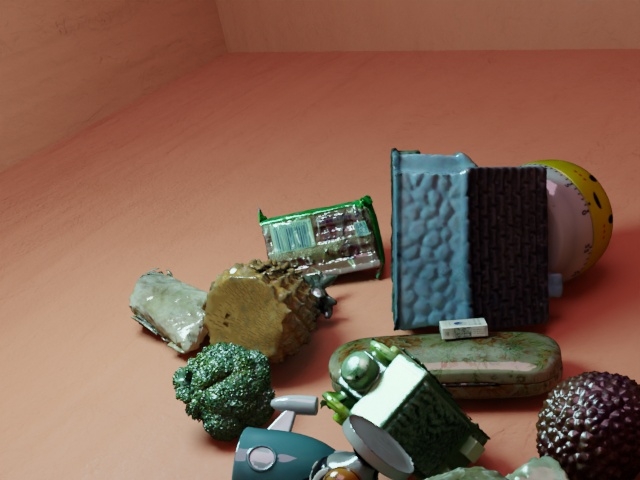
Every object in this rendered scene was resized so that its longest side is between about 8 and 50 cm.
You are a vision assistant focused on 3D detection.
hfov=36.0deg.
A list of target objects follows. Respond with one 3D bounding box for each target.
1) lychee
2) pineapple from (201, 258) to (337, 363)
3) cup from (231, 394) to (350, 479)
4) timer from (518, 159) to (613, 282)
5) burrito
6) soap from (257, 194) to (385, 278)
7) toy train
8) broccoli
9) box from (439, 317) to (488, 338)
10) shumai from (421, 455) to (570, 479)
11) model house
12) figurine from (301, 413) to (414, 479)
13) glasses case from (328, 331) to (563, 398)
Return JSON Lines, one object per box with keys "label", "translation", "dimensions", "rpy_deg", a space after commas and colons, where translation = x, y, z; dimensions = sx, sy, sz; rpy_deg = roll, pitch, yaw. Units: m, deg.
{"label": "lychee", "translation": [0.415, 0.294, 1.488], "dimensions": [0.188, 0.188, 0.188], "rpy_deg": [-10, 25, 5]}
{"label": "pineapple", "translation": [-0.082, 0.130, 2.052], "dimensions": [0.222, 0.223, 0.357], "rpy_deg": [0, 10, 25]}
{"label": "cup", "translation": [-0.039, 0.379, 1.546], "dimensions": [0.173, 0.168, 0.300], "rpy_deg": [3, 54, 11]}
{"label": "timer", "translation": [0.507, -0.051, 2.079], "dimensions": [0.285, 0.285, 0.285], "rpy_deg": [-10, 25, 5]}
{"label": "burrito", "translation": [-0.335, 0.151, 2.217], "dimensions": [0.175, 0.107, 0.347], "rpy_deg": [-13, 24, -33]}
{"label": "soap", "translation": [0.000, 0.001, 2.262], "dimensions": [0.273, 0.218, 0.098], "rpy_deg": [-12, 9, 11]}
{"label": "toy train", "translation": [0.133, 0.277, 1.559], "dimensions": [0.159, 0.272, 0.188], "rpy_deg": [-48, 39, -8]}
{"label": "broccoli", "translation": [-0.174, 0.279, 1.825], "dimensions": [0.195, 0.195, 0.156], "rpy_deg": [-32, -3, -36]}
{"label": "box", "translation": [0.260, 0.161, 1.795], "dimensions": [0.083, 0.024, 0.054], "rpy_deg": [-4, 11, 3]}
{"label": "shumai", "translation": [0.182, 0.405, 1.306], "dimensions": [0.329, 0.292, 0.288], "rpy_deg": [-26, 11, 24]}
{"label": "model house", "translation": [0.305, -0.010, 1.949], "dimensions": [0.338, 0.360, 0.297], "rpy_deg": [-1, 1, 5]}
{"label": "figurine", "translation": [0.011, 0.372, 1.373], "dimensions": [0.133, 0.236, 0.176], "rpy_deg": [42, 11, 17]}
{"label": "glasses case", "translation": [0.224, 0.229, 1.796], "dimensions": [0.425, 0.098, 0.156], "rpy_deg": [-4, 21, 16]}
